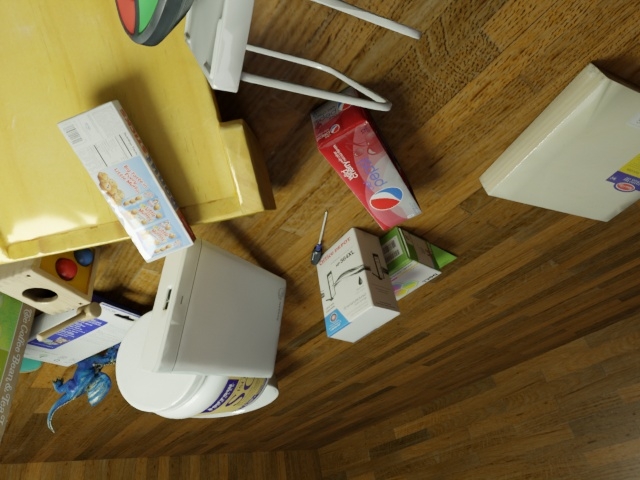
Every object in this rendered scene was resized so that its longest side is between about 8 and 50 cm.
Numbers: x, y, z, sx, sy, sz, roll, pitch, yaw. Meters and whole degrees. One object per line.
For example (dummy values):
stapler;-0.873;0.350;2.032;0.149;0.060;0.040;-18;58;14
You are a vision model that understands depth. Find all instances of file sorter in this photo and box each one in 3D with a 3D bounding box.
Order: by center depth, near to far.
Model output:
file sorter;0.004;-0.268;0.322;0.173;0.193;0.278;4;122;-27

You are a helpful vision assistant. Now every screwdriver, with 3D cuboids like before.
screwdriver;0.000;0.000;0.884;0.024;0.025;0.170;-2;143;-14

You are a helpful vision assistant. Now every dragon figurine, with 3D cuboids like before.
dragon figurine;-0.618;0.378;1.057;0.144;0.289;0.085;14;154;32

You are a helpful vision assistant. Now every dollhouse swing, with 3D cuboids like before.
dollhouse swing;-0.272;-0.154;0.566;0.346;0.305;0.315;-12;-175;-1

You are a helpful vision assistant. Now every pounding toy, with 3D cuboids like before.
pounding toy;-0.455;0.083;0.723;0.094;0.181;0.206;-18;144;7

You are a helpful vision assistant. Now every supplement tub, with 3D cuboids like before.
supplement tub;-0.281;0.288;0.954;0.241;0.241;0.331;-20;157;10

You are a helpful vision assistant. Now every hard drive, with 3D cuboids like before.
hard drive;-0.184;0.150;0.806;0.047;0.233;0.353;-1;161;24

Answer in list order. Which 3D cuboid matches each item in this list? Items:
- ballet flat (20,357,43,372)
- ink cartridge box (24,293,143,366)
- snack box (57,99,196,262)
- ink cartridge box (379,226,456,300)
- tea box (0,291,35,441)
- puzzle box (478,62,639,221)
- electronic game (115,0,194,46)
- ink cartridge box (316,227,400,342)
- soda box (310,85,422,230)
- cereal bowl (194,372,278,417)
ballet flat;-0.810;0.270;0.978;0.073;0.080;0.232;-5;152;42
ink cartridge box;-0.564;0.208;0.960;0.332;0.065;0.165;-24;143;17
snack box;-0.214;-0.061;0.457;0.064;0.022;0.178;-21;115;2
ink cartridge box;0.218;0.088;1.006;0.255;0.097;0.189;21;132;-36
tea box;-0.748;0.220;0.695;0.220;0.329;0.323;-18;145;7
puzzle box;0.563;-0.166;0.808;0.408;0.052;0.272;8;139;-26
electronic game;-0.132;-0.274;0.307;0.048;0.229;0.229;-5;147;-37
ink cartridge box;0.074;0.097;0.886;0.085;0.203;0.148;19;133;-33
soda box;0.085;-0.125;0.683;0.083;0.092;0.263;-26;142;19
cereal bowl;-0.311;0.458;1.305;0.338;0.141;0.339;-8;143;-6
